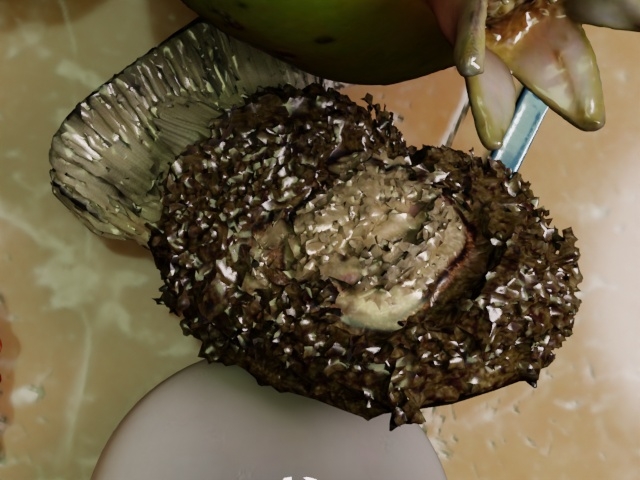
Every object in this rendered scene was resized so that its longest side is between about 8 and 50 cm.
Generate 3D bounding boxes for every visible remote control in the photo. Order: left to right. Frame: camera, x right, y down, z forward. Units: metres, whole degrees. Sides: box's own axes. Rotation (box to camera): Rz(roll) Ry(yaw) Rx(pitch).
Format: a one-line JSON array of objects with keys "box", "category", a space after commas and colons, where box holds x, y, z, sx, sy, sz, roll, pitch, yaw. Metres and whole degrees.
[{"box": [-0.040, 0.222, 0.956, 0.221, 0.103, 0.332, 18, 73, -14], "category": "remote control"}]

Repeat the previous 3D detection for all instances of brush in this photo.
[{"box": [0.102, -0.028, 1.046, 0.051, 0.014, 0.164, 26, 83, -1], "category": "brush"}]

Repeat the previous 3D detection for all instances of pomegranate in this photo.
[{"box": [0.038, -0.205, 0.859, 0.291, 0.323, 0.290, -6, 113, -15], "category": "pomegranate"}]

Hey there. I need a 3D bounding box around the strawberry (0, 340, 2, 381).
[{"box": [-0.280, 0.109, 0.974, 0.190, 0.111, 0.236, -16, 107, -44], "category": "strawberry"}]

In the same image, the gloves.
[{"box": [0.004, -0.006, 0.960, 0.210, 0.135, 0.312, -22, 52, -33], "category": "gloves"}]
